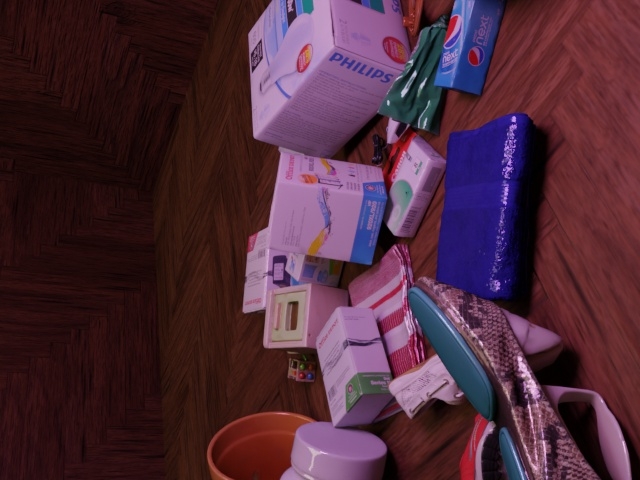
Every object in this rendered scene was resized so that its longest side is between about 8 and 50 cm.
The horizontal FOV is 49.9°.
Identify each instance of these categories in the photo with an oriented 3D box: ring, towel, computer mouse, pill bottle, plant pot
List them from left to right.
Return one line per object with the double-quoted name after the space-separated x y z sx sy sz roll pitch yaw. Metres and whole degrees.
-0.115 0.570 1.627 0.291 0.291 0.203 -142 47 -62 "plant pot"
0.010 0.587 1.387 0.224 0.224 0.392 -161 80 -65 "pill bottle"
0.135 0.199 1.462 0.237 0.037 0.329 132 138 -52 "towel"
0.161 -0.252 1.504 0.193 0.042 0.106 -53 17 43 "computer mouse"
0.192 -0.591 1.410 0.336 0.032 0.336 3 -90 -87 "ring"
0.286 -0.050 1.184 0.228 0.076 0.308 179 98 -72 "towel"

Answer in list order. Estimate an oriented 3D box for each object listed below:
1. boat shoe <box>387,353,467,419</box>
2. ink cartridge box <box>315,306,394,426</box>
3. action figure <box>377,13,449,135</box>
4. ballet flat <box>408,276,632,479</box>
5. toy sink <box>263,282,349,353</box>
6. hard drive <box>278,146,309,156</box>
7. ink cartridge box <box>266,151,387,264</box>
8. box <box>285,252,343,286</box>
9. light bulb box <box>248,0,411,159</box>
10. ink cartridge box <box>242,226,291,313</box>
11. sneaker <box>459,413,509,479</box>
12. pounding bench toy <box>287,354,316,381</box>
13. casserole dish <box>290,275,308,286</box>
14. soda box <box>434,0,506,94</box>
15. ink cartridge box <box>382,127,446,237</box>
0.230 0.237 1.197 0.277 0.098 0.096 -47 65 48 "boat shoe"
0.069 0.264 1.449 0.153 0.087 0.208 119 146 -45 "ink cartridge box"
0.214 -0.344 1.389 0.063 0.137 0.232 -138 67 -75 "action figure"
0.293 0.231 0.954 0.164 0.182 0.482 78 171 -53 "ballet flat"
-0.055 0.198 1.700 0.234 0.131 0.152 -12 69 52 "toy sink"
-0.038 -0.366 2.000 0.307 0.040 0.203 -70 27 23 "hard drive"
0.010 -0.073 1.506 0.171 0.233 0.168 -89 9 -61 "ink cartridge box"
0.000 0.000 1.716 0.103 0.114 0.203 -144 65 -64 "box"
0.010 -0.452 1.660 0.361 0.225 0.357 -40 47 46 "light bulb box"
-0.147 0.095 2.018 0.172 0.100 0.237 -22 62 62 "ink cartridge box"
0.263 0.402 1.088 0.118 0.107 0.279 -143 66 -82 "sneaker"
-0.045 0.321 1.788 0.065 0.052 0.083 -6 77 64 "pounding bench toy"
-0.043 0.090 1.875 0.114 0.037 0.188 -44 45 52 "casserole dish"
0.282 -0.384 1.283 0.067 0.071 0.210 34 113 63 "soda box"
0.171 -0.138 1.471 0.181 0.056 0.224 -68 29 25 "ink cartridge box"
